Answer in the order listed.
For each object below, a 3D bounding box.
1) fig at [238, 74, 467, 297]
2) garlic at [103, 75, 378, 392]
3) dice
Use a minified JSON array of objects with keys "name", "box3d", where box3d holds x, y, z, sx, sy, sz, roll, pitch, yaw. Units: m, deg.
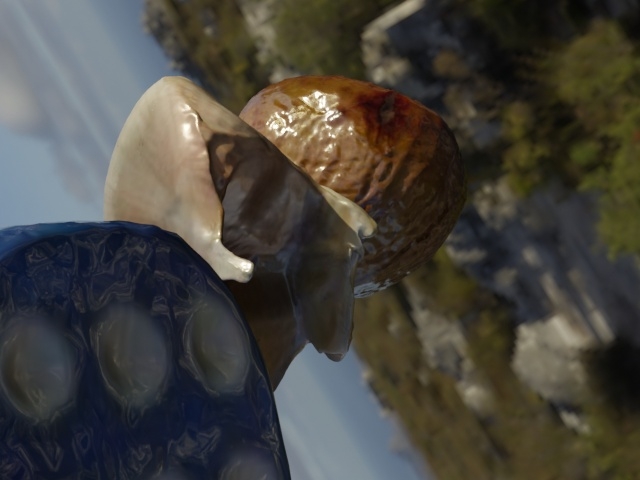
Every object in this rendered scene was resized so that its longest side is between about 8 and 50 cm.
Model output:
[{"name":"fig","box3d":[0.000,0.000,1.012,0.146,0.201,0.134,1,141,32]},{"name":"garlic","box3d":[-0.054,0.015,0.798,0.124,0.099,0.175,23,111,33]},{"name":"dice","box3d":[-0.104,0.074,0.525,0.143,0.146,0.147,-4,-102,-58]}]
